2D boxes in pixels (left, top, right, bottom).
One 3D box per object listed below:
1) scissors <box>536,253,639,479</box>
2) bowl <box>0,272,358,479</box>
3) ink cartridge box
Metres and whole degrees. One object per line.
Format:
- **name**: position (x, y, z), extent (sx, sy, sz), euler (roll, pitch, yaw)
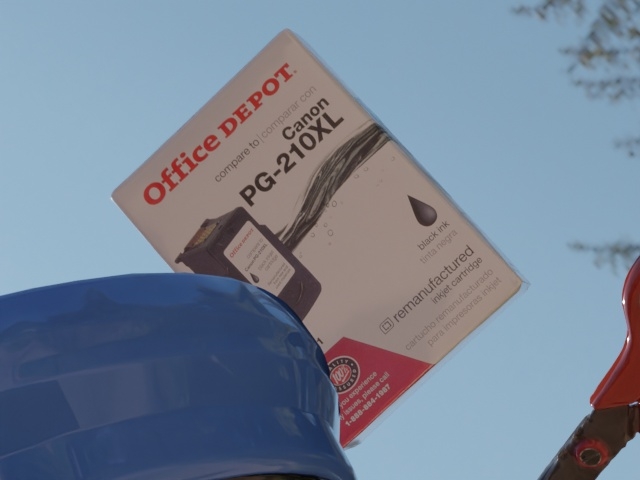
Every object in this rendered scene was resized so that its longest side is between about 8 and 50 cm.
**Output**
- **scissors**: position (0.131, 0.080, 0.782), extent (0.109, 0.021, 0.297), euler (41, -60, -16)
- **bowl**: position (-0.159, 0.155, 0.639), extent (0.391, 0.077, 0.391), euler (-25, -23, -11)
- **ink cartridge box**: position (0.000, 0.000, 1.134), extent (0.172, 0.237, 0.100), euler (-43, -10, 6)
